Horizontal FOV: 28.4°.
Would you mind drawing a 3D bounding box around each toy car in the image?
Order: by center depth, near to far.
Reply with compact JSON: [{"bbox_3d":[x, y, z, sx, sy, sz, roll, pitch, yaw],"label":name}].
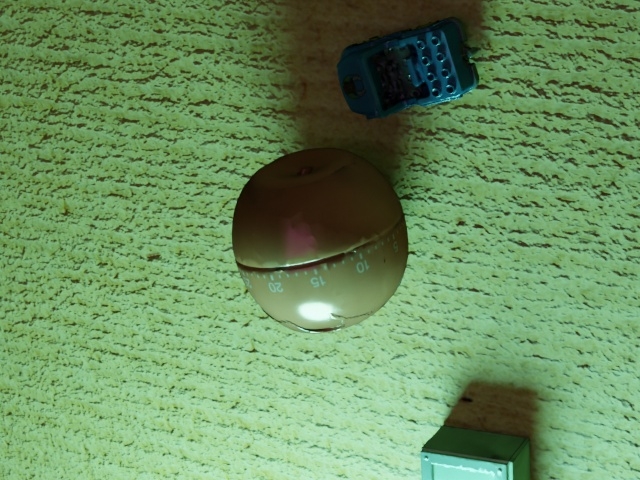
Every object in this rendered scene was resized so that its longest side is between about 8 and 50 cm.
[{"bbox_3d":[0.100,-0.209,1.587,0.191,0.100,0.097,-10,106,35],"label":"toy car"}]

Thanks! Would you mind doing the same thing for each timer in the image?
[{"bbox_3d":[0.000,0.000,1.639,0.229,0.229,0.215,1,117,28],"label":"timer"}]

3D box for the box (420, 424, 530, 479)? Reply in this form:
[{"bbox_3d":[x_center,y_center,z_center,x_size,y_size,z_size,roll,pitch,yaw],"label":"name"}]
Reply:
[{"bbox_3d":[0.216,0.380,1.737,0.129,0.086,0.225,4,108,27],"label":"box"}]
